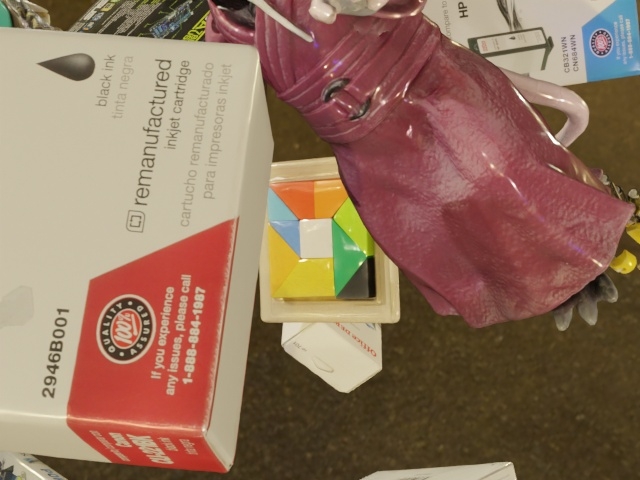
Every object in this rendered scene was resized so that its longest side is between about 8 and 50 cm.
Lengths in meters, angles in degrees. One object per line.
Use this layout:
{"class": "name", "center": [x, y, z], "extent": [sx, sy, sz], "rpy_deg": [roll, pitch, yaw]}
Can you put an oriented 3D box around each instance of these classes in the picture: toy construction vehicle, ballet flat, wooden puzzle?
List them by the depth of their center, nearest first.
{"class": "ballet flat", "center": [-0.214, -0.154, 0.786], "extent": [0.041, 0.041, 0.114], "rpy_deg": [-7, 38, -37]}
{"class": "toy construction vehicle", "center": [0.230, -0.004, 0.797], "extent": [0.086, 0.035, 0.098], "rpy_deg": [30, 35, -38]}
{"class": "wooden puzzle", "center": [0.000, 0.000, 1.415], "extent": [0.239, 0.220, 0.044], "rpy_deg": [-3, -1, 38]}

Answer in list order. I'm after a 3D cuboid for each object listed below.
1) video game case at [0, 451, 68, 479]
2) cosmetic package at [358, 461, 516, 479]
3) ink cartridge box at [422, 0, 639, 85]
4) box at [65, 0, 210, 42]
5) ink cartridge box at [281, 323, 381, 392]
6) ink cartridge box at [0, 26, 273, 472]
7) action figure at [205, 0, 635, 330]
{"class": "video game case", "center": [-0.318, 0.412, 1.132], "extent": [0.036, 0.328, 0.300], "rpy_deg": [13, 0, -42]}
{"class": "cosmetic package", "center": [0.123, 0.386, 1.217], "extent": [0.138, 0.224, 0.224], "rpy_deg": [-12, 86, -43]}
{"class": "ink cartridge box", "center": [0.164, -0.205, 0.922], "extent": [0.203, 0.148, 0.086], "rpy_deg": [-7, 16, 12]}
{"class": "box", "center": [-0.175, -0.139, 0.911], "extent": [0.184, 0.045, 0.190], "rpy_deg": [15, 57, 37]}
{"class": "ink cartridge box", "center": [0.019, 0.112, 1.607], "extent": [0.140, 0.082, 0.190], "rpy_deg": [40, 28, -26]}
{"class": "ink cartridge box", "center": [-0.172, 0.001, 0.542], "extent": [0.273, 0.114, 0.196], "rpy_deg": [4, 70, 4]}
{"class": "action figure", "center": [0.040, -0.110, 0.648], "extent": [0.370, 0.248, 0.275], "rpy_deg": [44, 49, -18]}
